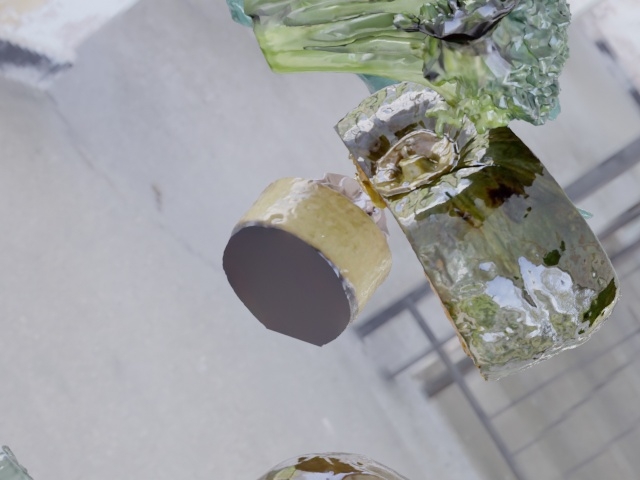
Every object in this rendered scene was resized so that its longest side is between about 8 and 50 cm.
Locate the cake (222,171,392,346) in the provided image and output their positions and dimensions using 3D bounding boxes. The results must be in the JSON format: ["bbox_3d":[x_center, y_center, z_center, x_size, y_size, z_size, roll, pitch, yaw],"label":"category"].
[{"bbox_3d":[0.000,0.000,1.747,0.185,0.208,0.178,37,48,3],"label":"cake"}]

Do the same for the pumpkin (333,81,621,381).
[{"bbox_3d":[0.135,-0.011,1.215,0.190,0.139,0.280,55,5,-35],"label":"pumpkin"}]

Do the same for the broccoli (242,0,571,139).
[{"bbox_3d":[0.063,-0.196,1.083,0.247,0.243,0.263,-63,139,-72],"label":"broccoli"}]

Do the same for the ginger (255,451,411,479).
[{"bbox_3d":[0.017,0.320,1.537,0.223,0.200,0.269,67,24,-23],"label":"ginger"}]

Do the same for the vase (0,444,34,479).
[{"bbox_3d":[-0.441,0.335,1.642,0.128,0.248,0.128,49,-10,12],"label":"vase"}]

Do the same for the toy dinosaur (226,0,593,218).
[{"bbox_3d":[0.096,-0.154,1.641,0.331,0.129,0.383,11,-28,48],"label":"toy dinosaur"}]
